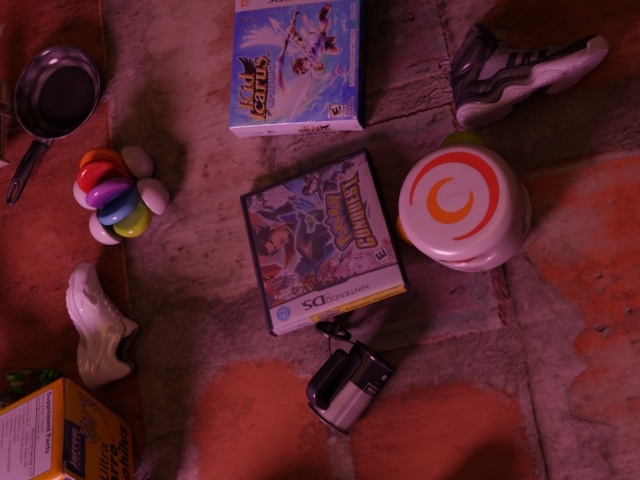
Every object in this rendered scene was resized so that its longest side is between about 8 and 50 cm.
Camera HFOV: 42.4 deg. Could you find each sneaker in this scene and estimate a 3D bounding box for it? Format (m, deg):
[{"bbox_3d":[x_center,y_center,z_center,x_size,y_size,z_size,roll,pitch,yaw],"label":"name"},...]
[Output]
[{"bbox_3d":[-0.389,0.148,1.507,0.115,0.090,0.232,-14,84,6],"label":"sneaker"},{"bbox_3d":[0.329,-0.307,1.372,0.269,0.101,0.153,-26,75,12],"label":"sneaker"}]

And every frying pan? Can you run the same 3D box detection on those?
[{"bbox_3d":[-0.519,-0.230,1.634,0.197,0.053,0.326,-5,79,17],"label":"frying pan"}]

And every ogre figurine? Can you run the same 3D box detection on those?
[{"bbox_3d":[-0.578,0.301,1.496,0.097,0.197,0.118,0,95,43],"label":"ogre figurine"}]

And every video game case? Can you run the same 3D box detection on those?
[{"bbox_3d":[-0.041,-0.330,1.510,0.244,0.061,0.269,-2,78,17],"label":"video game case"},{"bbox_3d":[0.000,0.000,1.417,0.248,0.035,0.274,-20,63,12],"label":"video game case"}]

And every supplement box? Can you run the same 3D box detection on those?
[{"bbox_3d":[-0.515,0.422,1.388,0.357,0.195,0.194,-27,44,10],"label":"supplement box"}]

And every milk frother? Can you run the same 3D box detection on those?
[{"bbox_3d":[0.026,0.220,1.366,0.134,0.129,0.143,-52,27,0],"label":"milk frother"}]

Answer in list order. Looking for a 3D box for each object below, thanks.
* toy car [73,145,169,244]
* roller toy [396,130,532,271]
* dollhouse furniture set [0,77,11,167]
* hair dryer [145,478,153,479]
[{"bbox_3d":[-0.382,-0.092,1.519,0.159,0.136,0.182,-31,72,8],"label":"toy car"},{"bbox_3d":[0.234,-0.047,1.324,0.191,0.146,0.209,44,99,29],"label":"roller toy"},{"bbox_3d":[-0.713,-0.228,1.647,0.161,0.101,0.181,-15,71,30],"label":"dollhouse furniture set"},{"bbox_3d":[-0.395,0.500,1.429,0.294,0.080,0.223,-27,72,9],"label":"hair dryer"}]
